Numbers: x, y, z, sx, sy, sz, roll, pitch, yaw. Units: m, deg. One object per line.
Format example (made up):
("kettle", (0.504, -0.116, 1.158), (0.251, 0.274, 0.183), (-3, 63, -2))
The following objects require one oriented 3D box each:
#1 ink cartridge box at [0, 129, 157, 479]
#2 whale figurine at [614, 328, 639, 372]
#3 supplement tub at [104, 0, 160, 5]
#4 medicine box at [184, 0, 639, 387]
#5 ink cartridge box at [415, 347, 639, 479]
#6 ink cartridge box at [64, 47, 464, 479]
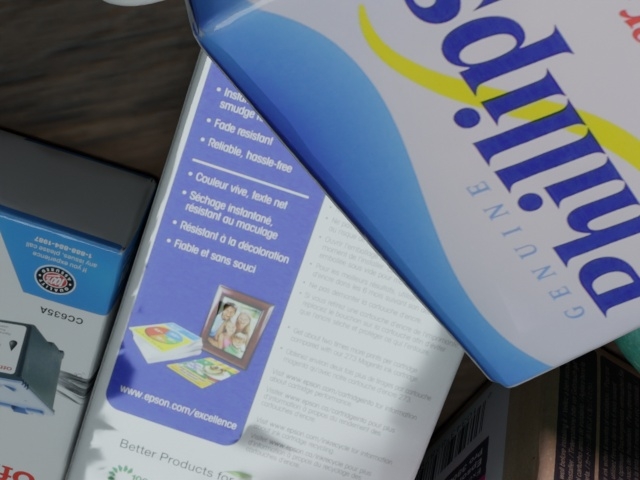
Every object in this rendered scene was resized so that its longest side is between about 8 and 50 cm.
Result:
("ink cartridge box", (-0.183, 0.039, 1.096), (0.139, 0.082, 0.191), (17, 123, -1))
("whale figurine", (0.255, 0.028, 0.939), (0.272, 0.141, 0.216), (23, 126, 20))
("supplement tub", (-0.091, -0.173, 0.946), (0.071, 0.071, 0.107), (-10, 120, 16))
("medicine box", (0.127, -0.114, 0.803), (0.289, 0.149, 0.263), (-28, 134, 15))
("ink cartridge box", (0.084, 0.187, 1.077), (0.088, 0.193, 0.235), (32, 122, -12))
("ink cartridge box", (0.000, 0.000, 1.022), (0.176, 0.069, 0.371), (19, 113, -2))
